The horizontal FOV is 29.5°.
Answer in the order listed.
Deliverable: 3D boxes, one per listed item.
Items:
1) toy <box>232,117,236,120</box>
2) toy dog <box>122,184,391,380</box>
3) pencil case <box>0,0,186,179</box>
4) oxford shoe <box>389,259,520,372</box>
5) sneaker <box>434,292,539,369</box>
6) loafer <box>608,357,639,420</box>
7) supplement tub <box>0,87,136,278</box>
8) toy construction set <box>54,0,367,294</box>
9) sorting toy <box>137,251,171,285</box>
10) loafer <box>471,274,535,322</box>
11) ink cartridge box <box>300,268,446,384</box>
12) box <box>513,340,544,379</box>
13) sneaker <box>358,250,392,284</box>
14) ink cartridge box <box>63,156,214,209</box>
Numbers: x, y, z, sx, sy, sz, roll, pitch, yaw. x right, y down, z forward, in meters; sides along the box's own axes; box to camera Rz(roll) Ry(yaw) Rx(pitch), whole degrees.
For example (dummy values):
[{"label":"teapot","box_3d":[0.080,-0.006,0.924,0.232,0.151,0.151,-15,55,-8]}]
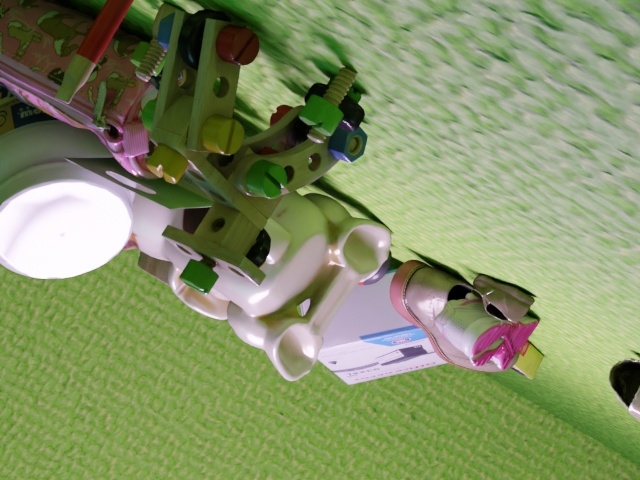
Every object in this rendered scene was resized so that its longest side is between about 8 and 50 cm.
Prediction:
[{"label":"toy","box_3d":[-0.169,-0.169,1.698,0.237,0.056,0.137,26,179,-32]},{"label":"toy dog","box_3d":[-0.166,-0.010,1.906,0.408,0.284,0.395,31,-177,29]},{"label":"pencil case","box_3d":[-0.322,-0.218,1.514,0.386,0.160,0.167,29,168,24]},{"label":"oxford shoe","box_3d":[0.258,0.153,2.082,0.130,0.123,0.348,17,168,46]},{"label":"sneaker","box_3d":[0.262,0.133,1.928,0.111,0.103,0.252,39,-171,26]},{"label":"loafer","box_3d":[0.471,0.223,1.646,0.092,0.102,0.268,25,177,-16]},{"label":"supplement tub","box_3d":[-0.381,-0.126,1.690,0.228,0.228,0.316,35,-154,-46]},{"label":"toy construction set","box_3d":[-0.130,-0.091,1.211,0.309,0.237,0.257,29,175,15]},{"label":"sorting toy","box_3d":[-0.208,-0.035,2.218,0.089,0.257,0.255,13,-174,-37]},{"label":"loafer","box_3d":[0.261,0.088,1.801,0.056,0.050,0.148,32,175,-17]},{"label":"ink cartridge box","box_3d":[0.111,0.172,2.370,0.223,0.129,0.307,-14,159,11]},{"label":"box","box_3d":[0.356,0.202,2.341,0.087,0.058,0.232,27,173,32]},{"label":"sneaker","box_3d":[-0.001,-0.006,2.150,0.145,0.090,0.270,31,178,-37]},{"label":"ink cartridge box","box_3d":[-0.189,-0.095,1.557,0.171,0.056,0.235,25,-170,22]}]
